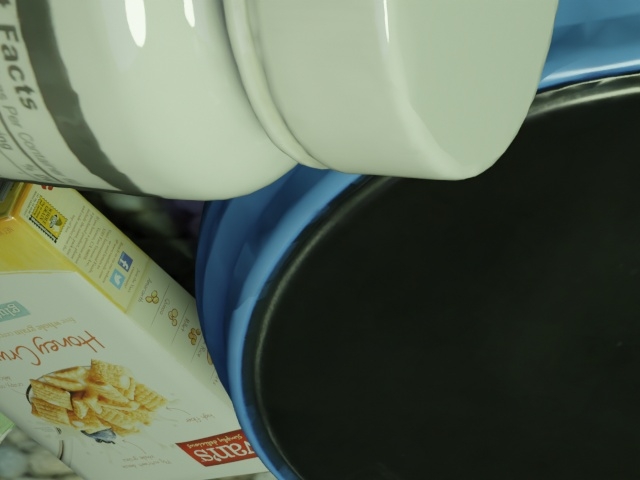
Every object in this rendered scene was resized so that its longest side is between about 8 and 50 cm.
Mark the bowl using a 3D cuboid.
[{"bbox_3d":[0.136,0.027,0.877,0.391,0.077,0.391,-4,138,-4],"label":"bowl"}]

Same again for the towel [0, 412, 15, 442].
[{"bbox_3d":[-0.262,0.119,1.161,0.113,0.023,0.152,28,130,-21],"label":"towel"}]

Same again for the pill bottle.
[{"bbox_3d":[-0.102,-0.123,0.719,0.361,0.204,0.204,7,137,25],"label":"pill bottle"}]

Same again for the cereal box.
[{"bbox_3d":[-0.139,0.057,1.043,0.173,0.047,0.240,-14,133,41],"label":"cereal box"}]
